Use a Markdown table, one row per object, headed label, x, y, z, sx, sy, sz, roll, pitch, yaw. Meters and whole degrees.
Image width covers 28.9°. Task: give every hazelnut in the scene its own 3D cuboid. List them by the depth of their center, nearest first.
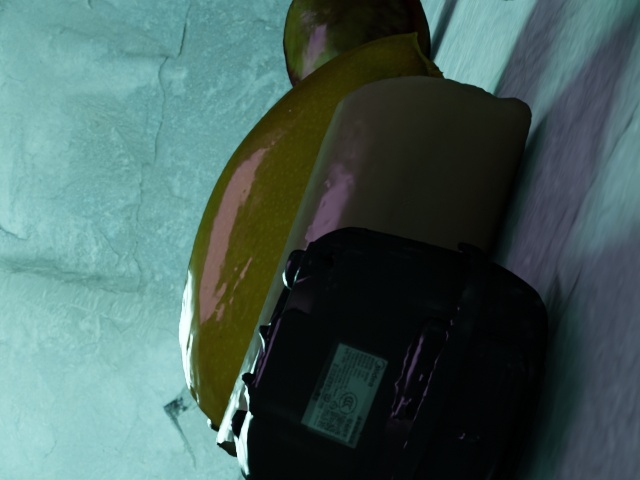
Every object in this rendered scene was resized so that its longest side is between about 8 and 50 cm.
| label | x | y | z | sx | sy | sz | roll | pitch | yaw |
| --- | --- | --- | --- | --- | --- | --- | --- | --- | --- |
| hazelnut | 0.056 | -0.258 | 1.739 | 0.229 | 0.229 | 0.229 | -160 | 90 | -88 |

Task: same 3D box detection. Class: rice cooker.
| label | x | y | z | sx | sy | sz | roll | pitch | yaw |
| --- | --- | --- | --- | --- | --- | --- | --- | --- | --- |
| rice cooker | 0.029 | 0.064 | 0.549 | 0.203 | 0.118 | 0.142 | 94 | -164 | -87 |

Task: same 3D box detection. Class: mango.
| label | x | y | z | sx | sy | sz | roll | pitch | yaw |
| --- | --- | --- | --- | --- | --- | --- | --- | --- | --- |
| mango | -0.003 | -0.003 | 1.003 | 0.144 | 0.187 | 0.359 | 6 | -75 | -79 |

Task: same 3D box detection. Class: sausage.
| label | x | y | z | sx | sy | sz | roll | pitch | yaw |
| --- | --- | --- | --- | --- | --- | --- | --- | --- | --- |
| sausage | 0.034 | 0.026 | 0.740 | 0.123 | 0.123 | 0.253 | 122 | 168 | -79 |
